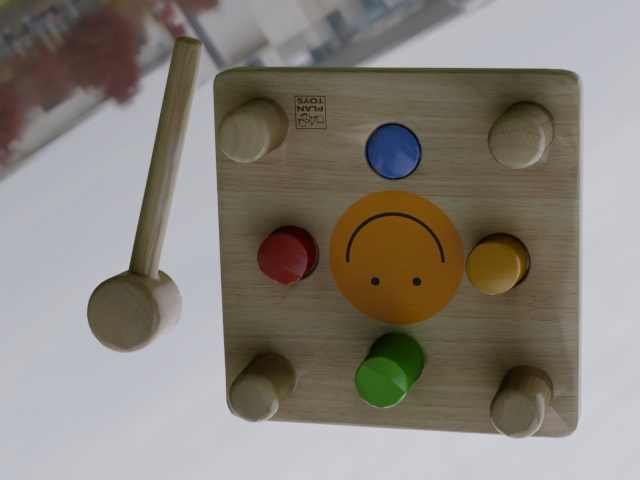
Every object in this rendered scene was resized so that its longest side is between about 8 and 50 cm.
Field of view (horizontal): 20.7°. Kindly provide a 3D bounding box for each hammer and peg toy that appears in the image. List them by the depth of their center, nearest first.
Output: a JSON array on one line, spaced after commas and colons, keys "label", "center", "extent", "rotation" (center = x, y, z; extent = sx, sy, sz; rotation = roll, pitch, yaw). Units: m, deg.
[{"label": "hammer and peg toy", "center": [0.000, 0.000, 1.212], "extent": [0.361, 0.266, 0.127], "rotation": [3, -166, 15]}]
